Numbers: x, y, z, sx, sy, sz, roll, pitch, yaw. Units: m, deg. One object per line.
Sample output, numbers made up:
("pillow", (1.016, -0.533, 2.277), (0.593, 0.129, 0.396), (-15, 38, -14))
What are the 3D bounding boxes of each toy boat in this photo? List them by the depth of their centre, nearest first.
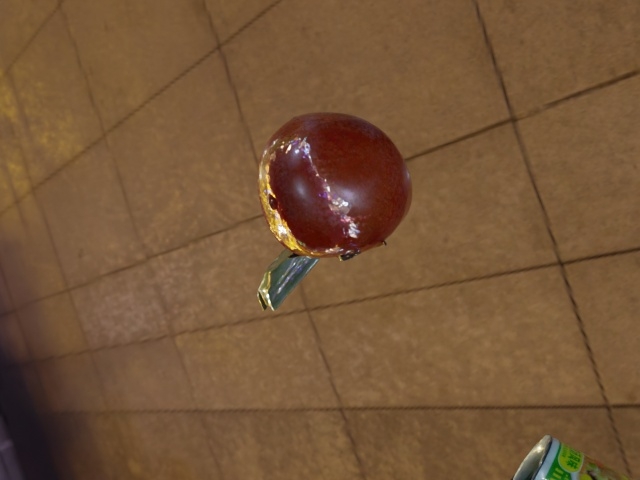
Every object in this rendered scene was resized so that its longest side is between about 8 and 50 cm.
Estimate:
("toy boat", (0.000, 0.000, 1.574), (0.055, 0.293, 0.093), (51, 159, -13))

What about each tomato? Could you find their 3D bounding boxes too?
("tomato", (0.011, -0.059, 0.980), (0.167, 0.167, 0.167), (31, 131, 45))

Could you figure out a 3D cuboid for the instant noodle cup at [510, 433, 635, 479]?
("instant noodle cup", (0.331, 0.359, 1.127), (0.232, 0.207, 0.207), (33, 138, 9))
